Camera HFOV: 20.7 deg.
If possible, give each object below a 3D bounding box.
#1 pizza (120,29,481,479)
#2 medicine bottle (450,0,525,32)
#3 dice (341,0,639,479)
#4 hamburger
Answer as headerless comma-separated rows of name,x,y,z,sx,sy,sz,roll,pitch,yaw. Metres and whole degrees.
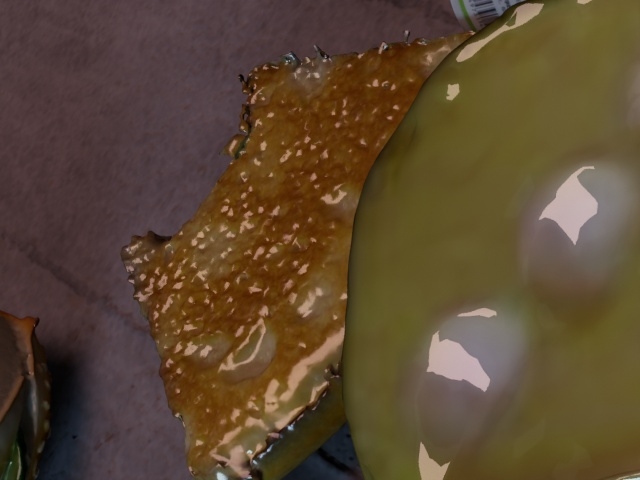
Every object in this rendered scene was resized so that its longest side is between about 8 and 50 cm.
pizza,0.000,0.000,1.039,0.223,0.089,0.323,30,83,47
medicine bottle,0.165,-0.160,0.985,0.183,0.086,0.086,-7,57,44
dice,0.164,0.038,0.717,0.233,0.227,0.238,-20,50,36
hamburger,-0.280,0.139,1.188,0.237,0.147,0.237,-34,29,22
